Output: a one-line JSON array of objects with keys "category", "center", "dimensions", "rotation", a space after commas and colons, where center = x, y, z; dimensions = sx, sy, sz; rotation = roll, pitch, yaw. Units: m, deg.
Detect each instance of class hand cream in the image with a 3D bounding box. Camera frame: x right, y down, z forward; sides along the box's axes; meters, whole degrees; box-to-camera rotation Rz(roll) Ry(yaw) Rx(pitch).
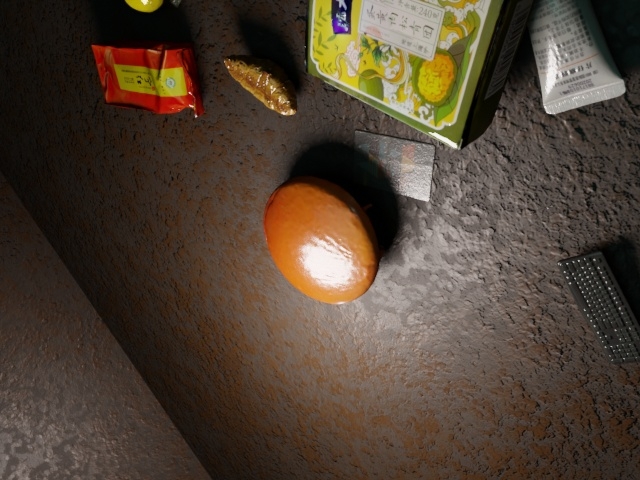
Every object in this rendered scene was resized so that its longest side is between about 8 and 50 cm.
[{"category": "hand cream", "center": [0.415, -0.377, 0.869], "dimensions": [0.139, 0.089, 0.314], "rotation": [-4, 115, 48]}]

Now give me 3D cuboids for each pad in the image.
[{"category": "pad", "center": [0.170, -0.181, 1.220], "dimensions": [0.211, 0.003, 0.143], "rotation": [17, 123, 29]}]

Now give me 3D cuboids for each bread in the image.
[{"category": "bread", "center": [-0.138, -0.406, 1.284], "dimensions": [0.233, 0.076, 0.105], "rotation": [37, 143, 7]}]

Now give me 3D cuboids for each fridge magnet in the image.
[{"category": "fridge magnet", "center": [0.000, 0.000, 1.345], "dimensions": [0.363, 0.155, 0.364], "rotation": [18, 124, 29]}]

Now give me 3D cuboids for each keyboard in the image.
[{"category": "keyboard", "center": [0.565, 0.097, 1.041], "dimensions": [0.103, 0.041, 0.381], "rotation": [-23, 99, 42]}]

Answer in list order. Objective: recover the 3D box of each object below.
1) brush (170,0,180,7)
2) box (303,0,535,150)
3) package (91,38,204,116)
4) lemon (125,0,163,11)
[{"category": "brush", "center": [-0.359, -0.695, 1.330], "dimensions": [0.034, 0.027, 0.190], "rotation": [50, 132, 1]}, {"category": "box", "center": [0.165, -0.424, 0.930], "dimensions": [0.420, 0.138, 0.373], "rotation": [36, 142, 26]}, {"category": "package", "center": [-0.497, -0.480, 1.488], "dimensions": [0.423, 0.123, 0.196], "rotation": [15, 124, 31]}, {"category": "lemon", "center": [-0.486, -0.681, 1.380], "dimensions": [0.133, 0.109, 0.109], "rotation": [21, 125, 17]}]
